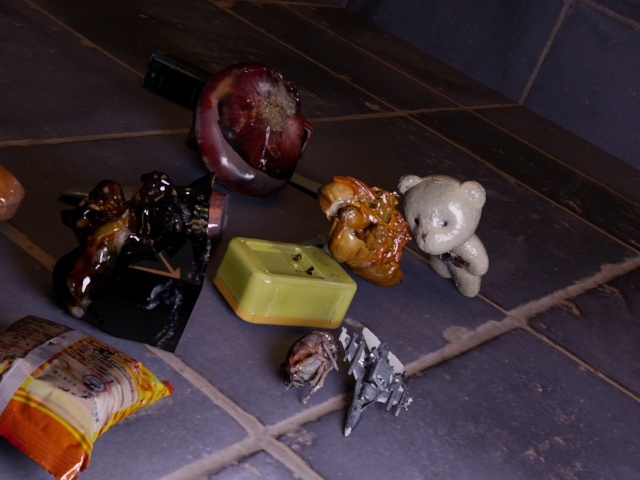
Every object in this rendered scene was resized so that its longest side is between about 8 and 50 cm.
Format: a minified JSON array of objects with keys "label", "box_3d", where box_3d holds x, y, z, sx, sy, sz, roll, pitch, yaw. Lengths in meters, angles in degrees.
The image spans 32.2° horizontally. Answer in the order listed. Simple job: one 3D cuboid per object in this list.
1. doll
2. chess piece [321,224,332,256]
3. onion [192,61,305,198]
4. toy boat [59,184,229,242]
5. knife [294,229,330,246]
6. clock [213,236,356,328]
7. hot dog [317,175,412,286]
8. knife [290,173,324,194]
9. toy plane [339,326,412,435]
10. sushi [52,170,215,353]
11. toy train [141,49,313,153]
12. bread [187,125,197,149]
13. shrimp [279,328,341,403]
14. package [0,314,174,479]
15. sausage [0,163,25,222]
[{"label":"doll","box_3d":[0.231,0.004,2.060,0.175,0.278,0.149,7,52,25]},{"label":"chess piece","box_3d":[0.018,0.000,2.008,0.042,0.093,0.042,17,23,-8]},{"label":"onion","box_3d":[-0.159,-0.211,2.193,0.272,0.271,0.195,-2,-4,-45]},{"label":"toy boat","box_3d":[-0.299,-0.065,1.906,0.282,0.096,0.206,8,17,-3]},{"label":"knife","box_3d":[-0.001,0.000,2.095,0.028,0.015,0.210,24,21,21]},{"label":"clock","box_3d":[-0.057,0.070,1.784,0.202,0.096,0.143,7,25,-36]},{"label":"hot dog","box_3d":[0.090,-0.017,1.905,0.349,0.117,0.158,39,37,-70]},{"label":"knife","box_3d":[0.031,-0.090,2.303,0.331,0.044,0.080,28,23,22]},{"label":"toy plane","box_3d":[0.078,0.207,1.631,0.160,0.082,0.234,47,20,-11]},{"label":"sushi","box_3d":[-0.274,0.026,1.582,0.213,0.215,0.227,13,45,-10]},{"label":"toy train","box_3d":[-0.202,-0.310,2.504,0.410,0.086,0.089,25,21,6]},{"label":"bread","box_3d":[-0.233,-0.220,2.311,0.082,0.060,0.113,22,24,-8]},{"label":"shrimp","box_3d":[-0.018,0.180,1.617,0.073,0.075,0.190,45,19,3]},{"label":"package","box_3d":[-0.312,0.170,1.315,0.223,0.108,0.288,27,20,5]},{"label":"sausage","box_3d":[-0.575,-0.112,1.703,0.274,0.105,0.105,30,24,17]}]
